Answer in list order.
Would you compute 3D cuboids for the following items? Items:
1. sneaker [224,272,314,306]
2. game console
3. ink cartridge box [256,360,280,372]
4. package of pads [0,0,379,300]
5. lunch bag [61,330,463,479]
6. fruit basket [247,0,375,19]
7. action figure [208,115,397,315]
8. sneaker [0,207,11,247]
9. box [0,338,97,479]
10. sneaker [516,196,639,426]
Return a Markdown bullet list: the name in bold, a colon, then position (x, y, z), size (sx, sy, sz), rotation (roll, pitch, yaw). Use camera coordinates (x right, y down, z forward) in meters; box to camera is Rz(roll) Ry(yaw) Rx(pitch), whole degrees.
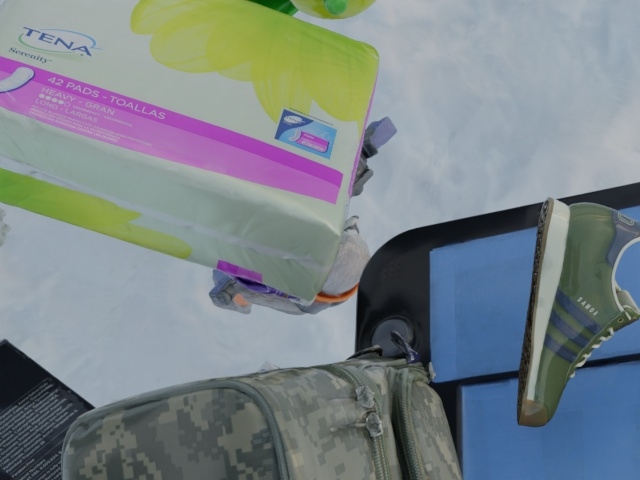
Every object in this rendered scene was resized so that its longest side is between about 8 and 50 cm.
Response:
- **sneaker**: position (-0.065, 0.019, 1.077), size (0.071, 0.170, 0.068), rotation (11, 91, -32)
- **game console**: position (0.206, 0.112, 0.929), size (0.387, 0.342, 0.060), rotation (-12, 140, 24)
- **ink cartridge box**: position (-0.093, 0.376, 1.510), size (0.303, 0.307, 0.072), rotation (-49, 132, 8)
- **package of pads**: position (-0.112, -0.103, 0.822), size (0.297, 0.229, 0.101), rotation (18, 135, -5)
- **lunch bag**: position (-0.001, 0.221, 0.689), size (0.213, 0.256, 0.305), rotation (-21, 75, 34)
- **fruit basket**: position (-0.006, -0.386, 1.123), size (0.392, 0.392, 0.283), rotation (-37, 101, 11)
- **action figure**: position (0.000, 0.000, 1.457), size (0.341, 0.330, 0.178), rotation (-44, 106, -12)
- **sneaker**: position (-0.329, -0.032, 0.977), size (0.094, 0.091, 0.258), rotation (4, 74, 45)
- **box**: position (-0.253, 0.214, 0.982), size (0.207, 0.108, 0.153), rotation (31, 142, 27)
- **sneaker**: position (0.205, 0.063, 0.835), size (0.086, 0.064, 0.192), rotation (6, 110, 6)
